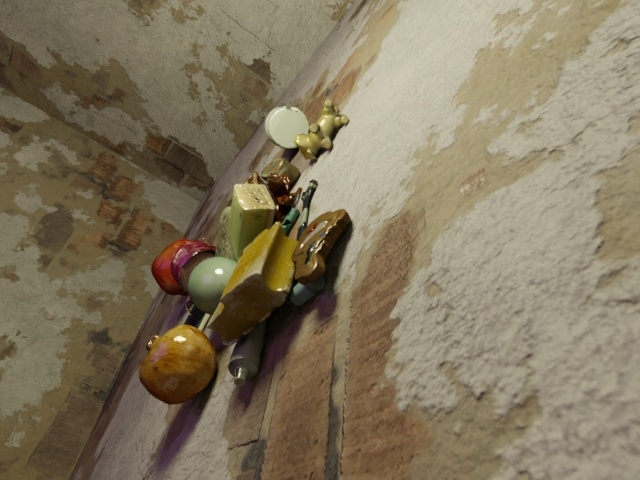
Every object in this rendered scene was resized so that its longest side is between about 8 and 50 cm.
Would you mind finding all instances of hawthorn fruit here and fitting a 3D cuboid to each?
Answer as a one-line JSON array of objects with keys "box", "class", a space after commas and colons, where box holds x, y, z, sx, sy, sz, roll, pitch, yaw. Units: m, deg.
[{"box": [-0.687, 0.114, 2.103, 0.330, 0.287, 0.287, -51, 23, 5], "class": "hawthorn fruit"}]

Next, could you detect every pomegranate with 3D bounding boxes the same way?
[{"box": [-0.447, 0.385, 1.300, 0.248, 0.248, 0.248, -45, 26, 29], "class": "pomegranate"}]

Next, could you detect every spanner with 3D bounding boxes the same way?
[{"box": [-0.055, -0.087, 1.369, 0.087, 0.024, 0.315, -41, 30, 40], "class": "spanner"}]

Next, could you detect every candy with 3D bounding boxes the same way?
[{"box": [-0.172, -0.280, 1.742, 0.102, 0.104, 0.234, -60, 23, -2], "class": "candy"}]

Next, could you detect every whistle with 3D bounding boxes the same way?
[{"box": [-0.132, -0.026, 1.423, 0.186, 0.039, 0.039, -60, 23, -4], "class": "whistle"}]

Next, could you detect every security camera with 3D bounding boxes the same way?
[{"box": [-0.167, -0.527, 1.944, 0.194, 0.195, 0.236, -57, 19, 3], "class": "security camera"}]

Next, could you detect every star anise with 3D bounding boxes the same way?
[{"box": [-0.138, -0.154, 1.493, 0.196, 0.111, 0.212, 44, -128, -78], "class": "star anise"}]

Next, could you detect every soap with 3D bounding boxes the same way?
[{"box": [-0.176, 0.116, 1.147, 0.259, 0.143, 0.281, -45, 17, 22], "class": "soap"}]

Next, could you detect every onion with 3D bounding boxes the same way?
[{"box": [-0.505, 0.113, 1.739, 0.272, 0.256, 0.230, -32, 30, -15], "class": "onion"}]

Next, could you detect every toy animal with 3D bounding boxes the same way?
[{"box": [0.000, -0.410, 1.553, 0.233, 0.121, 0.168, -52, 12, 7], "class": "toy animal"}]

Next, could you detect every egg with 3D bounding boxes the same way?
[{"box": [-0.349, 0.156, 1.421, 0.283, 0.203, 0.202, 3, 63, 62], "class": "egg"}]

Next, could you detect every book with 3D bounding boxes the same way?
[{"box": [-0.566, 0.415, 1.763, 0.264, 0.031, 0.379, -12, 50, 58], "class": "book"}]

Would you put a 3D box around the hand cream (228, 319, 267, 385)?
[{"box": [-0.194, 0.260, 1.159, 0.124, 0.078, 0.340, -47, 21, 25], "class": "hand cream"}]

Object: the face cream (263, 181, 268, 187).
[{"box": [-0.243, -0.214, 1.838, 0.077, 0.077, 0.250, -57, 23, 3], "class": "face cream"}]

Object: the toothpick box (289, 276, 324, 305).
[{"box": [-0.034, 0.120, 1.018, 0.083, 0.052, 0.052, -44, 26, 34], "class": "toothpick box"}]

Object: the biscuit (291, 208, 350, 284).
[{"box": [-0.008, 0.006, 1.051, 0.183, 0.047, 0.319, -38, 19, 31], "class": "biscuit"}]

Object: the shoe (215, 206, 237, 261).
[{"box": [-0.320, 0.022, 1.655, 0.124, 0.159, 0.316, 14, 103, 37], "class": "shoe"}]

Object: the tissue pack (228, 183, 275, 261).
[{"box": [-0.245, -0.063, 1.447, 0.159, 0.125, 0.234, -120, 36, -43], "class": "tissue pack"}]

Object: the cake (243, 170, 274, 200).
[{"box": [-0.242, -0.167, 1.687, 0.112, 0.135, 0.246, -45, 30, 14], "class": "cake"}]
